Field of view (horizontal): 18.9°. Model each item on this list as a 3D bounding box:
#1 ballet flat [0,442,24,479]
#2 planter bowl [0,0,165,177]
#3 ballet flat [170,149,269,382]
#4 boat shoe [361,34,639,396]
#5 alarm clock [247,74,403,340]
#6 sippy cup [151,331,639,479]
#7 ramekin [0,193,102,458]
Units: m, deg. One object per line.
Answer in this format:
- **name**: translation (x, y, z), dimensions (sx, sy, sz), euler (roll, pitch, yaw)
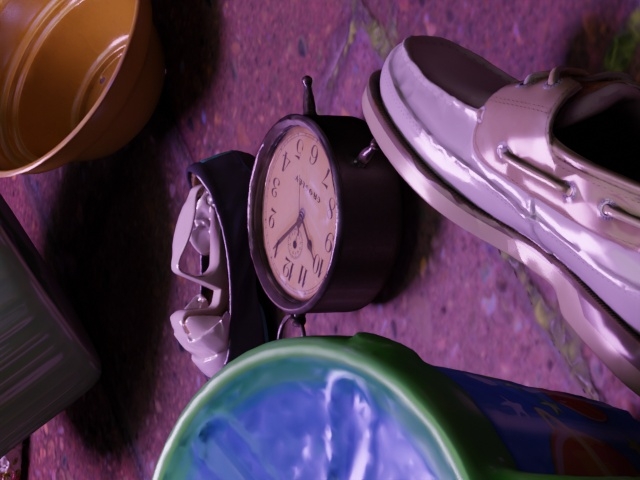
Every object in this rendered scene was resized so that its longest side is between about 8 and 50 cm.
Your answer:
- **ballet flat**: translation (-0.335, 0.132, 1.839), dimensions (0.077, 0.091, 0.241), euler (38, -136, -73)
- **planter bowl**: translation (-0.190, -0.132, 1.552), dimensions (0.217, 0.090, 0.217), euler (-25, 51, 34)
- **ballet flat**: translation (-0.076, 0.036, 1.395), dimensions (0.074, 0.074, 0.203), euler (2, 91, 61)
- **boat shoe**: translation (0.135, -0.037, 0.981), dimensions (0.302, 0.113, 0.103), euler (44, 127, 39)
- **alarm clock**: translation (0.000, 0.000, 1.263), dimensions (0.129, 0.064, 0.192), euler (47, 128, 51)
- **sippy cup**: translation (0.068, 0.162, 0.939), dimensions (0.305, 0.224, 0.240), euler (26, 105, 41)
- **ramekin**: translation (-0.313, 0.040, 1.615), dimensions (0.303, 0.148, 0.303), euler (57, 176, 5)
